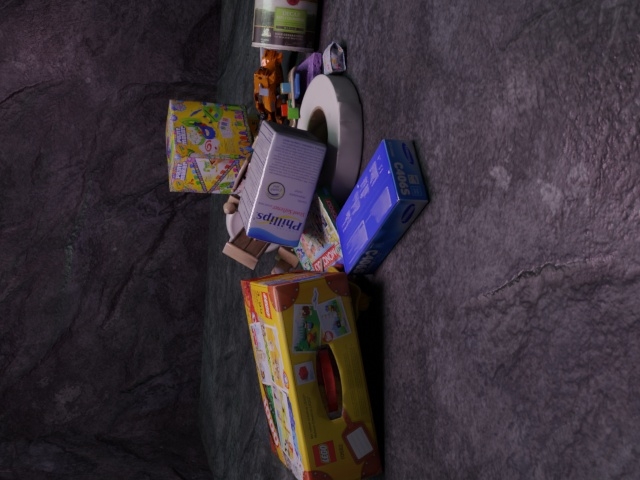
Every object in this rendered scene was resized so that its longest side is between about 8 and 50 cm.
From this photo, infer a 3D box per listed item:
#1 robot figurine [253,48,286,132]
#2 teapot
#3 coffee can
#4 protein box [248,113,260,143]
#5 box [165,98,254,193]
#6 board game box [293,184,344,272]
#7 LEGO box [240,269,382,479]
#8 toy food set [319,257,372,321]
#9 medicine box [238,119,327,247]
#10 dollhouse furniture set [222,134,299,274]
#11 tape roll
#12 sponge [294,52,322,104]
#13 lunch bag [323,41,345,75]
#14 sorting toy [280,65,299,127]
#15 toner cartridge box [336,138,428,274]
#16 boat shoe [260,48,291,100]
[{"bbox_3d":[-0.168,-0.487,2.276,0.291,0.085,0.211,86,-165,-51],"label":"robot figurine"},{"bbox_3d":[-0.212,-0.088,2.343,0.187,0.256,0.252,-99,4,-63],"label":"teapot"},{"bbox_3d":[-0.105,-0.735,2.081,0.201,0.202,0.275,-136,49,-64],"label":"coffee can"},{"bbox_3d":[-0.213,-0.334,2.477,0.201,0.136,0.199,-113,31,-50],"label":"protein box"},{"bbox_3d":[-0.394,-0.331,2.366,0.177,0.280,0.289,114,151,-48],"label":"box"},{"bbox_3d":[0.000,0.000,1.885,0.213,0.046,0.317,64,155,9],"label":"board game box"},{"bbox_3d":[-0.036,0.335,1.741,0.372,0.193,0.499,176,83,-71],"label":"LEGO box"},{"bbox_3d":[0.074,0.120,1.733,0.218,0.071,0.128,-136,32,-57],"label":"toy food set"},{"bbox_3d":[-0.113,-0.163,1.841,0.263,0.149,0.289,-124,49,-69],"label":"medicine box"},{"bbox_3d":[-0.152,-0.091,2.080,0.355,0.303,0.173,-61,-1,35],"label":"dollhouse furniture set"},{"bbox_3d":[0.018,-0.279,1.914,0.392,0.072,0.391,-179,90,-70],"label":"tape roll"},{"bbox_3d":[-0.044,-0.519,2.156,0.210,0.031,0.117,176,95,-72],"label":"sponge"},{"bbox_3d":[0.039,-0.513,1.888,0.071,0.053,0.083,-178,78,-73],"label":"lunch bag"},{"bbox_3d":[-0.105,-0.459,2.166,0.347,0.047,0.195,-123,34,-78],"label":"sorting toy"},{"bbox_3d":[0.133,-0.067,1.570,0.347,0.075,0.165,120,144,-56],"label":"toner cartridge box"},{"bbox_3d":[-0.152,-0.683,2.351,0.367,0.136,0.156,96,166,-46],"label":"boat shoe"}]
